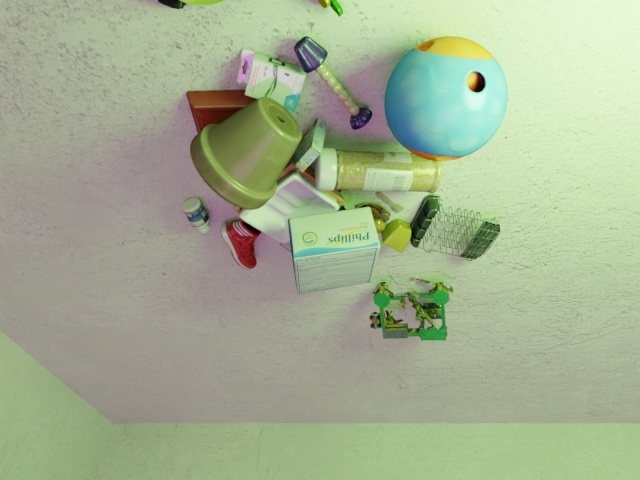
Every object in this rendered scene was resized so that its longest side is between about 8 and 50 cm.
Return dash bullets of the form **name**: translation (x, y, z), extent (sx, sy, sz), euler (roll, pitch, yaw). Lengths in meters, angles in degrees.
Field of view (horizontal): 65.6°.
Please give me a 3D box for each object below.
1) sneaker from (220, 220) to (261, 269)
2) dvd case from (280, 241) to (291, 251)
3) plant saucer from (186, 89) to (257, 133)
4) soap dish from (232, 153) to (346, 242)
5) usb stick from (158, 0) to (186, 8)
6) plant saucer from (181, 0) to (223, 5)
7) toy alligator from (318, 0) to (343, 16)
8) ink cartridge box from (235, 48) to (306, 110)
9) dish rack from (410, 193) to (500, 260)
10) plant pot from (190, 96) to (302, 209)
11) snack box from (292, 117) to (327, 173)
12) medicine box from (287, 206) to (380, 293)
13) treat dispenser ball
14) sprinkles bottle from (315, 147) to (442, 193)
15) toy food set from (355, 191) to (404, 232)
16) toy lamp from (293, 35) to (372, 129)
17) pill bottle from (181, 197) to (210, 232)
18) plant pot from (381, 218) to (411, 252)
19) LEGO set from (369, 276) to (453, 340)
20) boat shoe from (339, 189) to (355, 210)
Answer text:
- **sneaker**: translation (-0.258, 0.018, 1.801), extent (0.127, 0.087, 0.221), euler (-12, 134, 22)
- **dvd case**: translation (0.000, 0.000, 1.780), extent (0.180, 0.022, 0.253), euler (34, 133, -24)
- **plant saucer**: translation (-0.249, -0.319, 1.474), extent (0.258, 0.048, 0.259), euler (1, 136, 7)
- **soap dish**: translation (-0.100, -0.129, 1.583), extent (0.290, 0.118, 0.228), euler (-31, 132, 34)
- **usb stick**: translation (-0.331, -0.665, 1.122), extent (0.077, 0.045, 0.278), euler (19, 136, -5)
- **plant saucer**: translation (-0.268, -0.645, 1.095), extent (0.240, 0.037, 0.241), euler (-12, 142, -9)
- **toy alligator**: translation (-0.005, -0.601, 1.138), extent (0.051, 0.056, 0.190), euler (24, 157, 49)
- **ink cartridge box**: translation (-0.136, -0.427, 1.321), extent (0.180, 0.060, 0.104), euler (16, 127, -8)
- **dish rack**: translation (0.446, -0.032, 1.653), extent (0.271, 0.074, 0.208), euler (12, 138, -6)
- **plant pot**: translation (-0.177, -0.253, 1.329), extent (0.263, 0.263, 0.229), euler (35, 121, -26)
- **snack box**: translation (-0.030, -0.271, 1.420), extent (0.037, 0.141, 0.100), euler (29, 133, -20)
- **medicine box**: translation (0.038, 0.039, 1.612), extent (0.263, 0.149, 0.289), euler (-8, 152, -5)
- **treat dispenser ball**: translation (0.297, -0.336, 1.194), extent (0.287, 0.288, 0.288), euler (4, 137, 4)
- **sprinkles bottle**: translation (0.165, -0.200, 1.440), extent (0.354, 0.121, 0.121), euler (1, 137, -7)
- **toy food set**: translation (0.171, -0.075, 1.670), extent (0.132, 0.039, 0.192), euler (32, 132, -23)
- **toy lamp**: translation (0.034, -0.414, 1.309), extent (0.080, 0.080, 0.274), euler (-25, 130, 31)
- **pill bottle**: translation (-0.429, -0.084, 1.732), extent (0.066, 0.067, 0.120), euler (-5, 135, 14)
- **plant pot**: translation (0.263, -0.024, 1.684), extent (0.081, 0.081, 0.083), euler (24, 123, -16)
- **LEGO set**: translation (0.361, 0.257, 1.934), extent (0.331, 0.192, 0.255), euler (-12, 104, 16)
- **boat shoe**: translation (0.089, -0.109, 1.634), extent (0.043, 0.049, 0.137), euler (4, 128, 54)
